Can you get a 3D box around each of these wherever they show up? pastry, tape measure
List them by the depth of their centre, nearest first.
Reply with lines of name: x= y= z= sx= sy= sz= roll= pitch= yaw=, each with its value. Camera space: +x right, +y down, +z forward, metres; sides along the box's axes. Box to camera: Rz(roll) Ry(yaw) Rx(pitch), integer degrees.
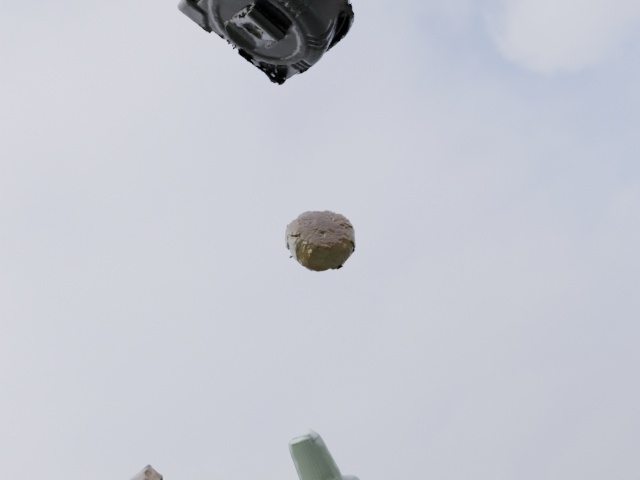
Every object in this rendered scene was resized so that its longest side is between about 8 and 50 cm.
tape measure: x=-0.063 y=-0.283 z=0.903 sx=0.199 sy=0.186 sz=0.112 roll=34 pitch=-114 yaw=-23
pastry: x=0.002 y=-0.003 z=1.594 sx=0.153 sy=0.153 sz=0.081 roll=-18 pitch=-50 yaw=-16

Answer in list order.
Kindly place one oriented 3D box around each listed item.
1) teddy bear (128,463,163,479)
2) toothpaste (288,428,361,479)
teddy bear: x=-0.159 y=0.359 z=0.651 sx=0.246 sy=0.296 sz=0.222 roll=-34 pitch=-80 yaw=-3
toothpaste: x=0.034 y=0.178 z=0.339 sx=0.031 sy=0.204 sz=0.049 roll=-25 pitch=0 yaw=-42
